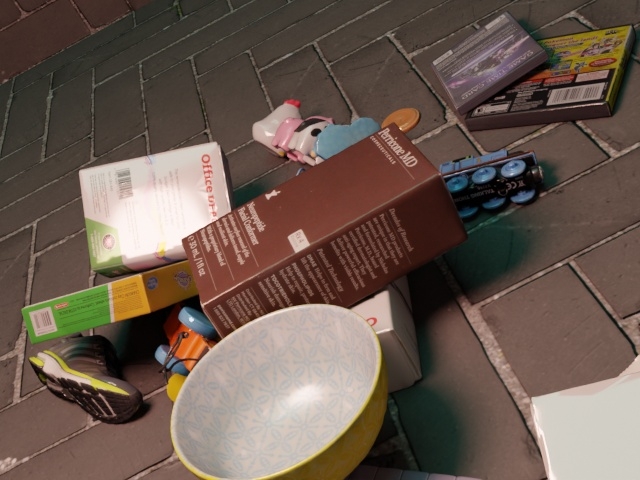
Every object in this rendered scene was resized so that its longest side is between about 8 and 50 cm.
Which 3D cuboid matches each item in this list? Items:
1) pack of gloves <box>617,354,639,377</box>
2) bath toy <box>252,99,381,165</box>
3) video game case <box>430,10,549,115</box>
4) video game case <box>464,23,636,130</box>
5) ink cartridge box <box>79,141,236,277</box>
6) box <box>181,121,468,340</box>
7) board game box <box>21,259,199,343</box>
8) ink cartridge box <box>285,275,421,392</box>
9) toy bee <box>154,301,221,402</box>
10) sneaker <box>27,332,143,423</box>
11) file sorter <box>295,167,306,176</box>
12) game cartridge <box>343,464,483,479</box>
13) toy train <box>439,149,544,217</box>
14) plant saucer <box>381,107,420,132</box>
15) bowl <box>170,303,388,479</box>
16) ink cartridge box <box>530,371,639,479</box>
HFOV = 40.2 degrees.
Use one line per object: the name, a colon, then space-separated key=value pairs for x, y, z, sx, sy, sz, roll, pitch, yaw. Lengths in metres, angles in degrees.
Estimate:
pack of gloves: x=0.475 y=0.168 z=1.033 sx=0.195 sy=0.046 sz=0.232 roll=-37 pitch=35 yaw=-10
bath toy: x=-0.013 y=-0.216 z=1.790 sx=0.129 sy=0.151 sz=0.348 roll=-59 pitch=32 yaw=-4
video game case: x=0.332 y=-0.363 z=1.763 sx=0.196 sy=0.026 sz=0.274 roll=-33 pitch=28 yaw=13
video game case: x=0.437 y=-0.308 z=1.662 sx=0.275 sy=0.035 sz=0.248 roll=-2 pitch=44 yaw=35
ink cartridge box: x=-0.304 y=-0.056 z=1.688 sx=0.278 sy=0.117 sz=0.201 roll=-11 pitch=77 yaw=3
box: x=0.000 y=0.000 z=1.293 sx=0.381 sy=0.143 sz=0.191 roll=-28 pitch=35 yaw=-2
board game box: x=-0.324 y=0.093 z=1.541 sx=0.242 sy=0.064 sz=0.316 roll=-16 pitch=1 yaw=21
ink cartridge box: x=0.029 y=0.108 z=1.364 sx=0.211 sy=0.121 sz=0.289 roll=-21 pitch=36 yaw=13
toy bee: x=-0.185 y=0.197 z=1.418 sx=0.195 sy=0.162 sz=0.298 roll=-52 pitch=13 yaw=23
sneaker: x=-0.403 y=0.227 z=1.550 sx=0.300 sy=0.111 sz=0.121 roll=14 pitch=50 yaw=43
file sorter: x=0.039 y=-0.080 z=1.607 sx=0.170 sy=0.104 sz=0.118 roll=-8 pitch=40 yaw=29
game cartridge: x=0.045 y=0.426 z=1.016 sx=0.230 sy=0.068 sz=0.355 roll=0 pitch=45 yaw=31
toy train: x=0.286 y=-0.104 z=1.483 sx=0.184 sy=0.080 sz=0.105 roll=-16 pitch=31 yaw=20
plant saucer: x=0.164 y=-0.247 z=1.802 sx=0.083 sy=0.013 sz=0.083 roll=-20 pitch=37 yaw=16
bowl: x=-0.032 y=0.236 z=1.130 sx=0.289 sy=0.156 sz=0.289 roll=-18 pitch=34 yaw=12
ink cartridge box: x=0.391 y=0.216 z=0.863 sx=0.307 sy=0.223 sz=0.129 roll=-18 pitch=51 yaw=17
